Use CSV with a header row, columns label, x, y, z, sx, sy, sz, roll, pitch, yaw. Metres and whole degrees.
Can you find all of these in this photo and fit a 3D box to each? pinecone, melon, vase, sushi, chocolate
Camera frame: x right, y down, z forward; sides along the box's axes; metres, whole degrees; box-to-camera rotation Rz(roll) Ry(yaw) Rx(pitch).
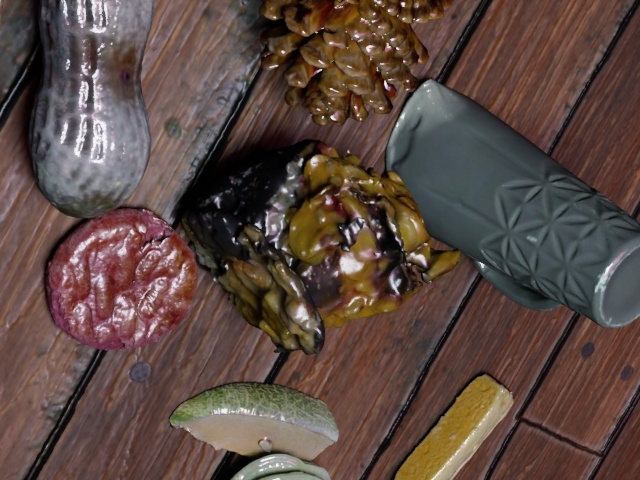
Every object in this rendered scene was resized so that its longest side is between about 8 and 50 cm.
label,x,y,z,sx,sy,sz,roll,pitch,yaw
pinecone,0.025,-0.203,0.953,0.179,0.150,0.195,-1,109,-32
melon,-0.071,0.200,1.121,0.182,0.054,0.098,34,104,-36
vase,0.215,-0.016,1.067,0.156,0.301,0.251,-31,131,-18
sushi,0.004,0.002,0.992,0.204,0.200,0.213,-38,123,-19
chocolate,-0.193,-0.137,0.872,0.110,0.110,0.248,-6,114,-30

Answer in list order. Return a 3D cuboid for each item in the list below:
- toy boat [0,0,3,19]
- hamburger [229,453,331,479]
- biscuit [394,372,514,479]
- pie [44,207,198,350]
label,x,y,z,sx,sy,sz,roll,pitch,yaw
toy boat,-0.295,-0.195,0.817,0.077,0.057,0.201,9,103,-40
hamburger,-0.047,0.296,1.136,0.140,0.062,0.133,23,117,-39
biscuit,0.168,0.252,1.279,0.188,0.052,0.056,-48,142,-7
pie,-0.189,0.039,0.984,0.154,0.036,0.155,-13,115,-29
